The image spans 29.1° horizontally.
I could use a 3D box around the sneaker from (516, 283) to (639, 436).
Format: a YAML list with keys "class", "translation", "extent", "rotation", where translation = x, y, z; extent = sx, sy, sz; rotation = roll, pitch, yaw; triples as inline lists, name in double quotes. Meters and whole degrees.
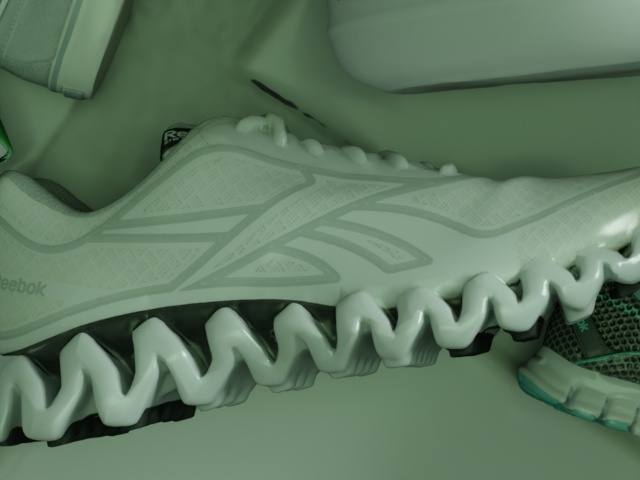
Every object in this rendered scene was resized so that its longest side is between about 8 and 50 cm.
- class: "sneaker"
  translation: [0.172, 0.054, 0.528]
  extent: [0.166, 0.065, 0.076]
  rotation: [17, 89, -8]

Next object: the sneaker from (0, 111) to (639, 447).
- class: "sneaker"
  translation: [0.000, 0.000, 0.478]
  extent: [0.292, 0.110, 0.118]
  rotation: [-12, 81, 4]

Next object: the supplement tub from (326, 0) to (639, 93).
- class: "supplement tub"
  translation: [0.087, -0.194, 0.433]
  extent: [0.191, 0.191, 0.272]
  rotation: [-5, 95, -5]

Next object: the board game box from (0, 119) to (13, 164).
- class: "board game box"
  translation: [-0.301, -0.040, 0.400]
  extent: [0.316, 0.064, 0.242]
  rotation: [-30, 139, -3]

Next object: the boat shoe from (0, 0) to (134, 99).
- class: "boat shoe"
  translation: [-0.091, -0.151, 0.488]
  extent: [0.063, 0.066, 0.184]
  rotation: [17, 102, -8]
